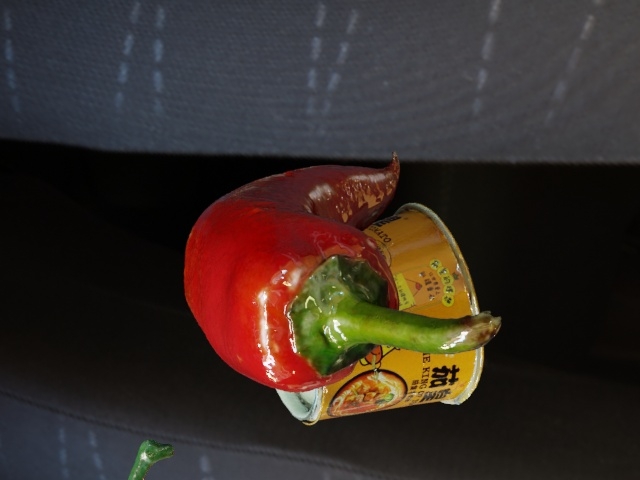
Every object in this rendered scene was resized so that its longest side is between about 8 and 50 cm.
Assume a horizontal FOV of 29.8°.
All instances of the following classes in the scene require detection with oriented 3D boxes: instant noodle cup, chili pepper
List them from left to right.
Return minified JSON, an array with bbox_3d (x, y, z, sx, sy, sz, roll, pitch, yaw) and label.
[{"bbox_3d":[-0.006,0.001,0.629,0.137,0.368,0.092,-21,105,3],"label":"chili pepper"},{"bbox_3d":[0.041,0.082,1.218,0.172,0.216,0.216,-13,128,-20],"label":"instant noodle cup"}]

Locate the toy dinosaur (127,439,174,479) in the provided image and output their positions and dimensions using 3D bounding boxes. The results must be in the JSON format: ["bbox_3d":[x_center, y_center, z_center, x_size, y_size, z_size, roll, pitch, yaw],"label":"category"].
[{"bbox_3d":[-0.255,0.452,1.237,0.447,0.087,0.301,-38,104,-13],"label":"toy dinosaur"}]
